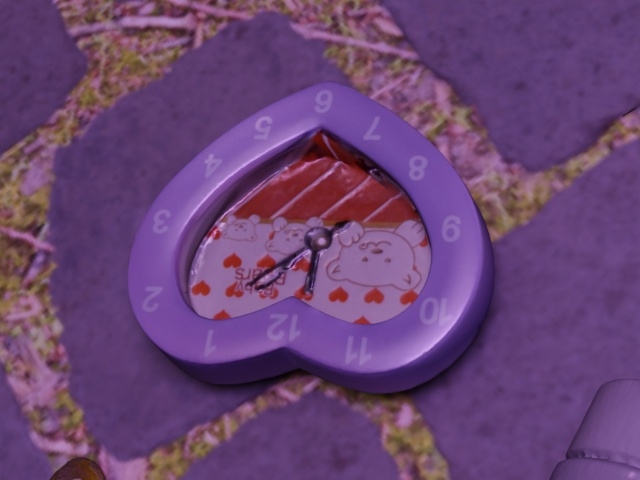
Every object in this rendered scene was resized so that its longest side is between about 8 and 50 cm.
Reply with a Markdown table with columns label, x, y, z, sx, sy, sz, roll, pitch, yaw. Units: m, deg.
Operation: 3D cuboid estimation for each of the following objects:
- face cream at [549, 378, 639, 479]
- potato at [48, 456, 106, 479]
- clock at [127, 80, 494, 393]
| label | x | y | z | sx | sy | sz | roll | pitch | yaw |
| --- | --- | --- | --- | --- | --- | --- | --- | --- | --- |
| face cream | 0.167 | 0.166 | 0.723 | 0.177 | 0.177 | 0.153 | 23 | 76 | 25 |
| potato | -0.132 | 0.161 | 0.895 | 0.047 | 0.045 | 0.092 | 1 | 63 | -22 |
| clock | 0.000 | 0.000 | 0.918 | 0.198 | 0.064 | 0.172 | 1 | 66 | 18 |
